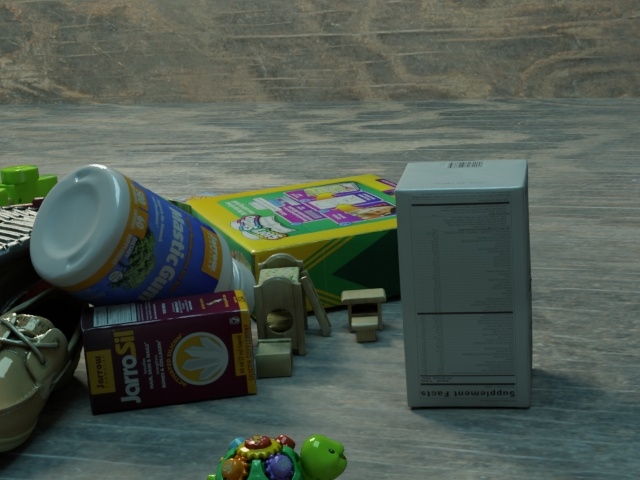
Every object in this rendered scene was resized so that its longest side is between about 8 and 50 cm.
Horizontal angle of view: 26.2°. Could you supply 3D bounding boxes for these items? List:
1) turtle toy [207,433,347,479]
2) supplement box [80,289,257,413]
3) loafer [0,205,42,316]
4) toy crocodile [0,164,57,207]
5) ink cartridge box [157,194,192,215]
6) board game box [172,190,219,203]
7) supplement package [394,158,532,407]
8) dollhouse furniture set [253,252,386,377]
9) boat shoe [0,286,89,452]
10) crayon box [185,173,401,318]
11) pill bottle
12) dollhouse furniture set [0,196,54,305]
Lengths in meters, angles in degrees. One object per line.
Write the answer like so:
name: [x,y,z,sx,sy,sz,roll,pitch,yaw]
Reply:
turtle toy: [-0.040,0.212,1.260,0.130,0.066,0.095,-4,14,3]
supplement box: [-0.172,0.125,1.559,0.188,0.104,0.081,-7,16,-8]
loafer: [-0.427,0.069,1.621,0.134,0.130,0.366,15,32,31]
toy crocodile: [-0.567,-0.057,2.356,0.105,0.115,0.340,3,16,27]
ink cartridge box: [-0.272,-0.014,2.117,0.062,0.109,0.209,-15,18,-35]
board game box: [-0.201,-0.031,2.264,0.194,0.060,0.194,5,18,33]
supplement package: [0.159,0.046,1.491,0.139,0.244,0.134,-1,16,10]
dollhouse furniture set: [0.002,0.084,1.673,0.161,0.101,0.182,-4,14,1]
boat shoe: [-0.339,0.129,1.505,0.122,0.110,0.341,25,14,-1]
crayon box: [0.000,0.000,1.996,0.313,0.106,0.363,-10,15,-17]
pill bottle: [-0.202,0.028,1.654,0.152,0.152,0.272,10,-16,43]
dollhouse furniture set: [-0.540,0.038,1.804,0.374,0.152,0.201,-6,1,-16]
